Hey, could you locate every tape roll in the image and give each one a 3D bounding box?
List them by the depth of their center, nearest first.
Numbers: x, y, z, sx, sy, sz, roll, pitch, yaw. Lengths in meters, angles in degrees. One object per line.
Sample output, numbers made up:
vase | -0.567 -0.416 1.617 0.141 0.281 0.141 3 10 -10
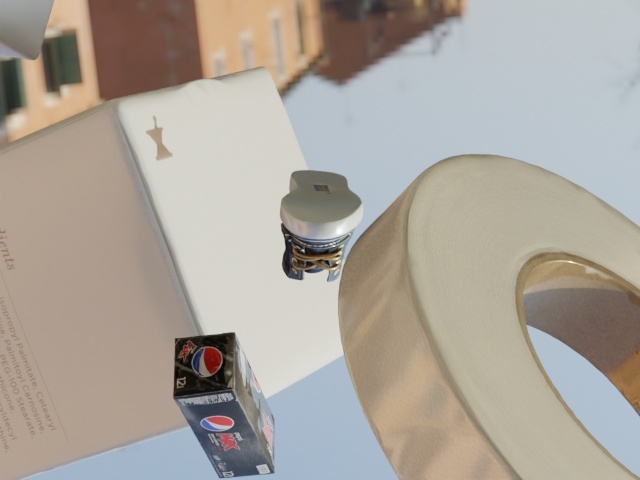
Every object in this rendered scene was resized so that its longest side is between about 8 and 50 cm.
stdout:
tape roll | 0.183 0.110 1.205 0.072 0.392 0.392 -47 170 31

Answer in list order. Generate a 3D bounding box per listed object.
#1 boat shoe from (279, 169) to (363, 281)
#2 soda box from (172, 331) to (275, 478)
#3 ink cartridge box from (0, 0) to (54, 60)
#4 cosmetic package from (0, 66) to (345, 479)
boat shoe | 0.000 0.000 1.500 0.065 0.083 0.183 3 -168 0
soda box | -0.081 0.143 1.600 0.053 0.169 0.060 -6 -122 8
ink cartridge box | -0.507 -0.330 1.948 0.395 0.166 0.285 11 171 25
cosmetic package | -0.229 0.043 1.967 0.394 0.327 0.329 -20 -179 28
